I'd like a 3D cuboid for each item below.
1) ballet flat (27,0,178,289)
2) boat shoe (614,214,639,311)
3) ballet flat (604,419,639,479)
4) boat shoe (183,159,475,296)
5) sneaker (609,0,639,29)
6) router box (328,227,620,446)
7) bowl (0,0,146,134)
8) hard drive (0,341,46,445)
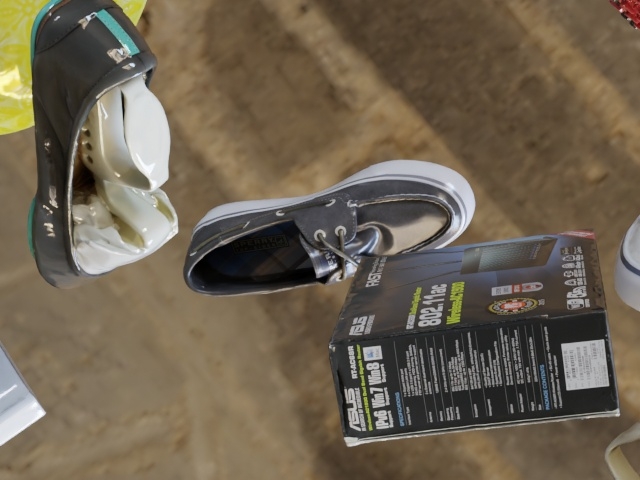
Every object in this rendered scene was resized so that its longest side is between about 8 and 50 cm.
[{"bbox_3d":[-0.149,-0.042,1.207,0.096,0.095,0.280,35,-33,22],"label":"ballet flat"},{"bbox_3d":[0.361,-0.063,1.476,0.136,0.367,0.156,21,-57,31],"label":"boat shoe"},{"bbox_3d":[0.135,0.115,0.717,0.074,0.074,0.203,42,-51,11],"label":"ballet flat"},{"bbox_3d":[0.000,0.000,1.298,0.228,0.076,0.080,-7,-59,22],"label":"boat shoe"},{"bbox_3d":[0.364,-0.233,1.690,0.104,0.125,0.262,38,3,36],"label":"sneaker"},{"bbox_3d":[0.056,0.031,0.626,0.092,0.122,0.038,-8,-78,8],"label":"router box"},{"bbox_3d":[-0.281,-0.234,1.319,0.289,0.156,0.289,-5,-101,28],"label":"bowl"},{"bbox_3d":[-0.471,0.207,1.797,0.233,0.353,0.047,45,-13,50],"label":"hard drive"}]
